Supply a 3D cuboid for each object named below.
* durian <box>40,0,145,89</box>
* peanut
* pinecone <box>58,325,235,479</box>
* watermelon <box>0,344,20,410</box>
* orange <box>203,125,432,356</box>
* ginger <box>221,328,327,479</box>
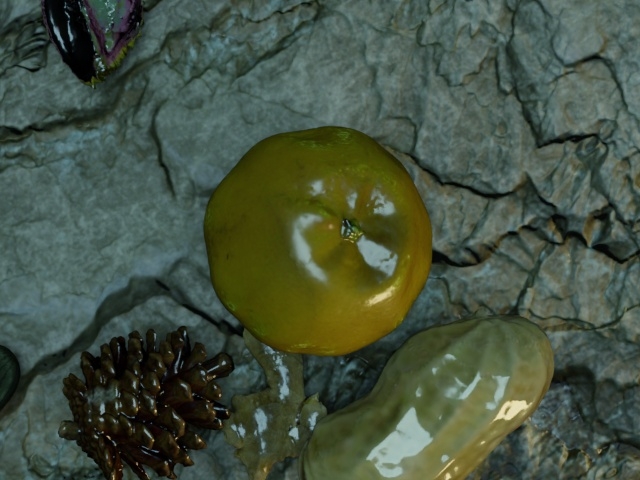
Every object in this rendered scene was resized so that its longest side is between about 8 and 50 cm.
[{"bbox_3d":[-0.281,-0.289,1.403,0.108,0.119,0.186,-20,100,-40],"label":"durian"},{"bbox_3d":[0.135,0.215,1.332,0.340,0.158,0.174,-47,130,0],"label":"peanut"},{"bbox_3d":[-0.201,0.196,1.321,0.212,0.168,0.185,-25,82,-1],"label":"pinecone"},{"bbox_3d":[-0.420,0.179,1.365,0.078,0.078,0.110,35,87,1],"label":"watermelon"},{"bbox_3d":[0.000,0.000,1.302,0.279,0.235,0.278,1,81,-8],"label":"orange"},{"bbox_3d":[-0.069,0.194,1.379,0.133,0.059,0.214,-20,88,-7],"label":"ginger"}]
